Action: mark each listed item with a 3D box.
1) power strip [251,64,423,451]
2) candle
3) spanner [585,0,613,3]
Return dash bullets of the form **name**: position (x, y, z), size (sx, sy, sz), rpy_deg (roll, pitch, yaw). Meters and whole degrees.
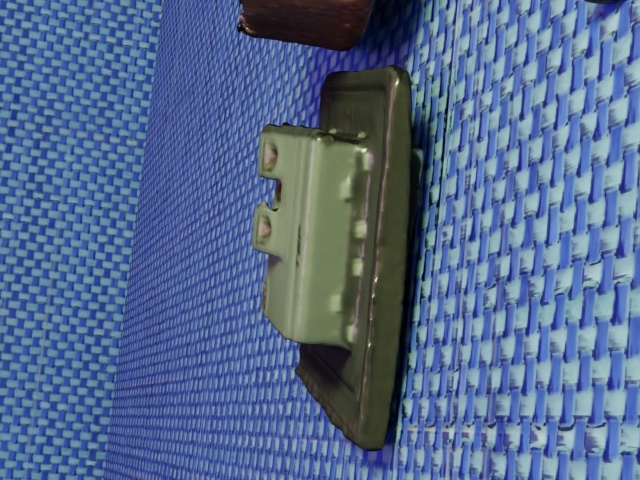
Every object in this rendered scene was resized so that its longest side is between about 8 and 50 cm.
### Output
- **power strip**: position (-0.001, 0.000, 0.967), size (0.251, 0.092, 0.257), rpy_deg (-161, 76, -72)
- **candle**: position (0.009, -0.257, 1.016), size (0.287, 0.131, 0.317), rpy_deg (104, 175, -46)
- **spanner**: position (0.172, -0.168, 0.552), size (0.254, 0.015, 0.054), rpy_deg (139, 138, -68)
